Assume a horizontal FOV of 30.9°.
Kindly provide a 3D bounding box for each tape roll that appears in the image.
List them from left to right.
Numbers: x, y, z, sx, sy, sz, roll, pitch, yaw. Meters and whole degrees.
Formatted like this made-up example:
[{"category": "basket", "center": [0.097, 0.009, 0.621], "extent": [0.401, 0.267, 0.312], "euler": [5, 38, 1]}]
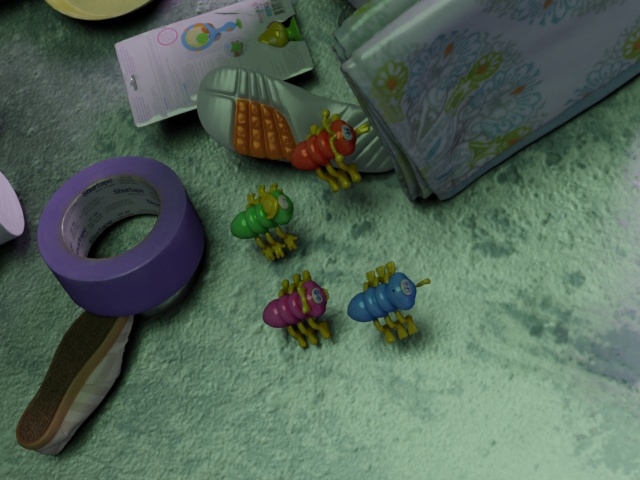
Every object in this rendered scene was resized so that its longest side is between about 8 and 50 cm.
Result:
[{"category": "tape roll", "center": [-0.242, -0.006, 1.413], "extent": [0.189, 0.080, 0.189], "euler": [-8, 53, 11]}]

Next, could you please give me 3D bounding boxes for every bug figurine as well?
[{"category": "bug figurine", "center": [0.000, 0.000, 1.326], "extent": [0.216, 0.072, 0.279], "euler": [-30, 73, 29]}]

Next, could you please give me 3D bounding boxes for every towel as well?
[{"category": "towel", "center": [0.209, -0.217, 1.258], "extent": [0.374, 0.320, 0.090], "euler": [-36, 60, 1]}]

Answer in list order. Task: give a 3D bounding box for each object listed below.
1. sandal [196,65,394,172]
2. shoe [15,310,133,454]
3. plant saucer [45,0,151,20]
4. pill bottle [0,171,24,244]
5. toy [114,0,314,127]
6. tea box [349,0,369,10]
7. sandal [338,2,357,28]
[{"category": "sandal", "center": [-0.024, -0.137, 1.436], "extent": [0.265, 0.076, 0.102], "euler": [16, 91, -1]}, {"category": "shoe", "center": [-0.290, 0.163, 1.413], "extent": [0.076, 0.058, 0.219], "euler": [20, 73, 42]}, {"category": "plant saucer", "center": [-0.286, -0.405, 1.617], "extent": [0.241, 0.037, 0.241], "euler": [-6, 69, 14]}, {"category": "pill bottle", "center": [-0.505, -0.010, 1.493], "extent": [0.221, 0.121, 0.121], "euler": [-22, 67, 8]}, {"category": "toy", "center": [-0.135, -0.227, 1.502], "extent": [0.237, 0.056, 0.137], "euler": [-20, 63, 3]}, {"category": "tea box", "center": [0.104, -0.425, 1.306], "extent": [0.220, 0.323, 0.329], "euler": [-29, 51, -11]}, {"category": "sandal", "center": [0.149, -0.286, 1.451], "extent": [0.254, 0.054, 0.097], "euler": [-18, 74, -1]}]
